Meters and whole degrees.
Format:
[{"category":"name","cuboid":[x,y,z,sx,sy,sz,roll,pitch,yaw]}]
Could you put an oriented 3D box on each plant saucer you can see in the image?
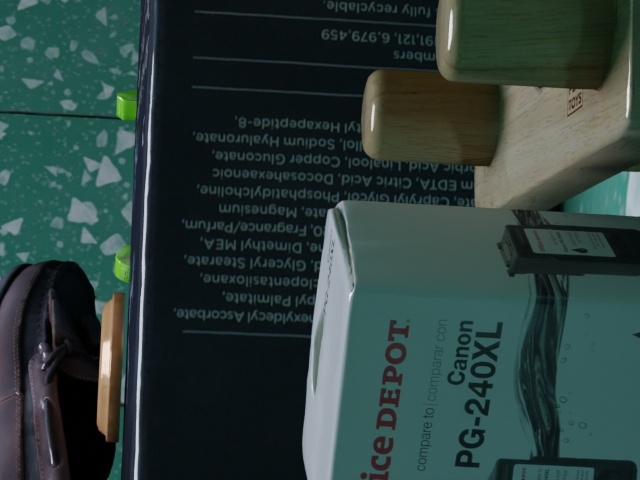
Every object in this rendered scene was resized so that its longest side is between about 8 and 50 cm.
[{"category":"plant saucer","cuboid":[-0.117,0.071,1.106,0.083,0.013,0.083,-178,90,-84]}]

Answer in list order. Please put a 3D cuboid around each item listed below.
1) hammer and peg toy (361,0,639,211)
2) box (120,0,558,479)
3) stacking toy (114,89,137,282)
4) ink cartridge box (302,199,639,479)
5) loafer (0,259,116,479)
[{"category":"hammer and peg toy","cuboid":[0.094,-0.143,0.657,0.361,0.127,0.266,143,129,-82]},{"category":"box","cuboid":[0.000,0.000,1.107,0.293,0.212,0.395,128,143,-79]},{"category":"stacking toy","cuboid":[-0.030,-0.035,1.339,0.052,0.221,0.167,-95,10,-47]},{"category":"ink cartridge box","cuboid":[0.074,0.050,0.658,0.063,0.150,0.109,-97,12,-60]},{"category":"loafer","cuboid":[-0.150,0.123,1.170,0.302,0.095,0.109,-87,-27,-47]}]
